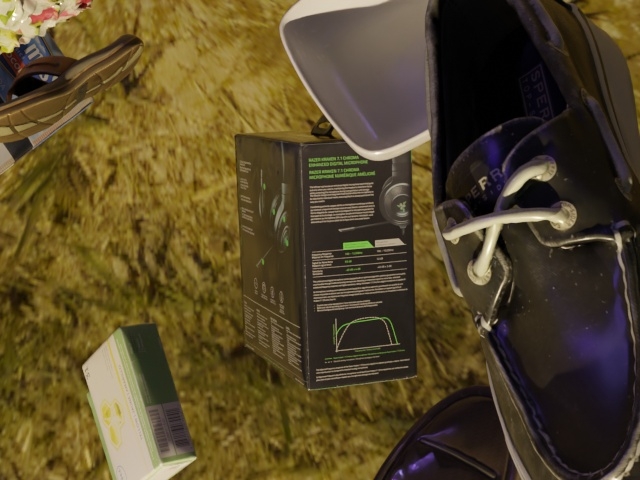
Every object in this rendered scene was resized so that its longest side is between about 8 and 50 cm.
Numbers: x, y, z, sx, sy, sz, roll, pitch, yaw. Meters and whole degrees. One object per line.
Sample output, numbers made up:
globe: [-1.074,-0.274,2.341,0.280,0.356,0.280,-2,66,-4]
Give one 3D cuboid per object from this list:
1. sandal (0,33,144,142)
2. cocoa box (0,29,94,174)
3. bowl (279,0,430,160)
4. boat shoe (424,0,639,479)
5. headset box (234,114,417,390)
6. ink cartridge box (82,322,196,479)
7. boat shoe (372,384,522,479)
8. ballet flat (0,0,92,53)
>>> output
sandal: [-0.236,-0.141,1.119,0.180,0.072,0.049,-38,85,-28]
cocoa box: [-0.518,-0.242,1.656,0.228,0.231,0.347,-47,111,-40]
bowl: [0.057,-0.131,0.903,0.142,0.053,0.142,-31,70,-2]
boat shoe: [0.067,-0.003,0.394,0.078,0.219,0.070,-36,131,29]
headset box: [0.000,0.000,1.425,0.131,0.246,0.283,-5,98,-19]
ink cartridge box: [-0.237,0.221,1.501,0.056,0.235,0.171,-6,67,-36]
boat shoe: [0.082,0.257,0.904,0.104,0.110,0.307,36,74,-49]
ballet flat: [-0.062,-0.162,0.476,0.077,0.091,0.241,28,72,-21]
